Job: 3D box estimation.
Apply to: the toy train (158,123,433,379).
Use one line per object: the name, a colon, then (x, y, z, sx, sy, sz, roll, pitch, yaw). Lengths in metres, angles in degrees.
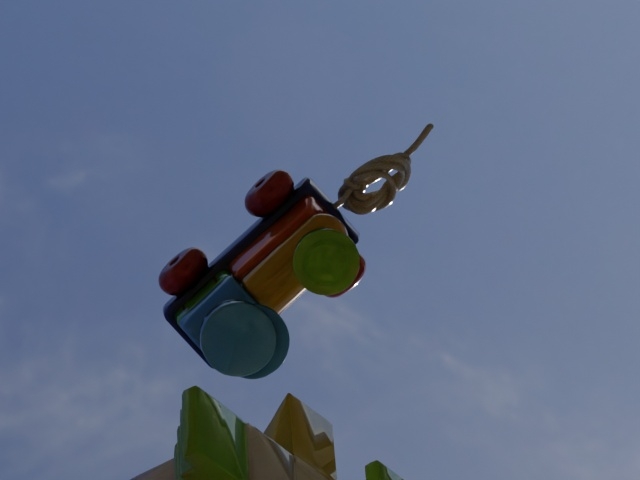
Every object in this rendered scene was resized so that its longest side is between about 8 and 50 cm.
toy train: (0.000, 0.000, 1.374, 0.105, 0.248, 0.143, 48, 179, -12)

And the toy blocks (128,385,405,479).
toy blocks: (-0.061, 0.268, 1.223, 0.381, 0.261, 0.191, 41, -149, -39)
